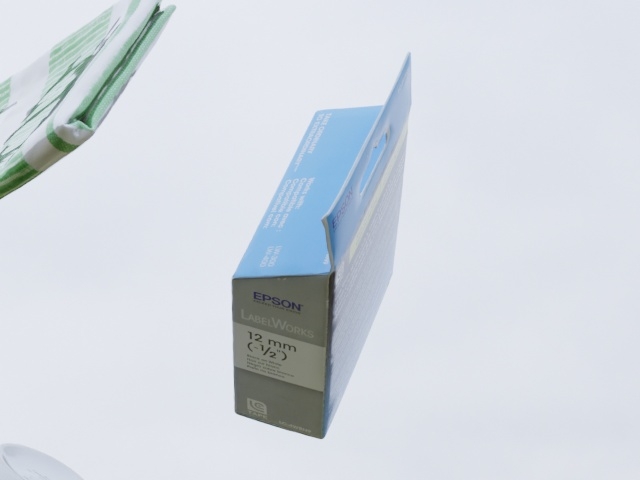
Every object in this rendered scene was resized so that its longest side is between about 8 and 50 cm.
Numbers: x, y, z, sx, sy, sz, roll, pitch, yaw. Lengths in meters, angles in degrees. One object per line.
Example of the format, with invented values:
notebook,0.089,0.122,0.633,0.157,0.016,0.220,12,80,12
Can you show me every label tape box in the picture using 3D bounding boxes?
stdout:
label tape box,0.000,0.000,1.546,0.115,0.249,0.348,15,-40,13

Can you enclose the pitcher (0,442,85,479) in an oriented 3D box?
pitcher,-0.228,0.270,1.098,0.178,0.207,0.125,31,6,15

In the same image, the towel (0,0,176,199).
towel,-0.277,-0.077,1.220,0.325,0.248,0.038,-25,-64,28
